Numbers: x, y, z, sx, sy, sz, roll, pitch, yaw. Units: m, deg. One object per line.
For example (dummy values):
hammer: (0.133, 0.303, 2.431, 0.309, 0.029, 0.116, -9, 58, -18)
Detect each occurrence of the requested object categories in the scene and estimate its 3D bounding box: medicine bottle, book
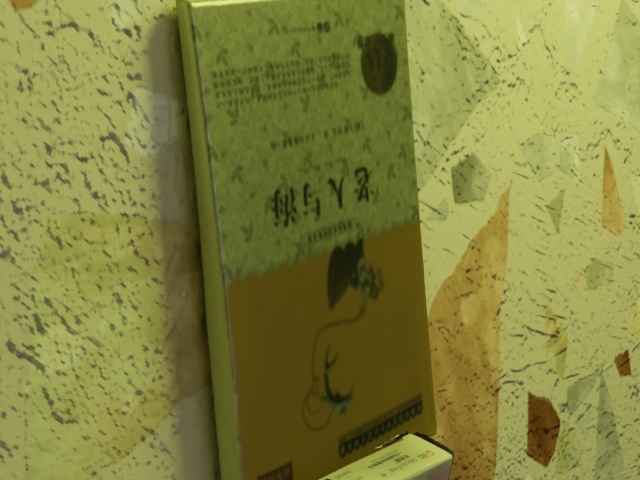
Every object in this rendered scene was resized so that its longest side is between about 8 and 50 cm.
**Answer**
medicine bottle: (0.019, 0.255, 1.078, 0.201, 0.052, 0.171, -13, 118, -51)
book: (0.000, 0.000, 1.077, 0.269, 0.032, 0.389, -18, 106, -51)
